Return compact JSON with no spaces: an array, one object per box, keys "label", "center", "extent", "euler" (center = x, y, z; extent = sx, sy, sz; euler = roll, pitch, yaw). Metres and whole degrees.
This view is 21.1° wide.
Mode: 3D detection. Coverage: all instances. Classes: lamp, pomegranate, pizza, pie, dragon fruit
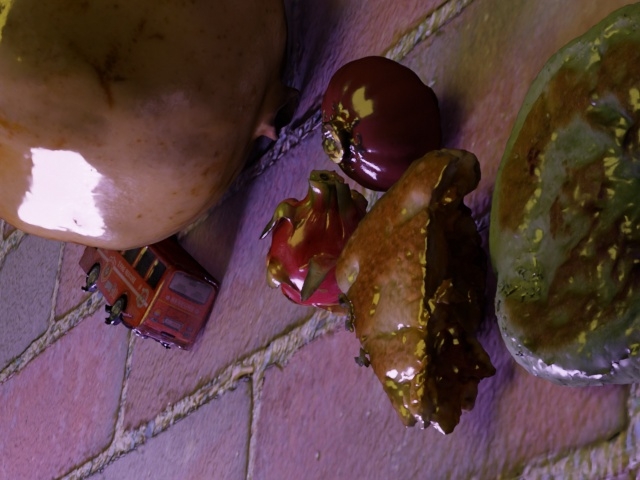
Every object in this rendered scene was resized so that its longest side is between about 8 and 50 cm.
[{"label":"lamp","center":[0.043,-0.084,1.239],"extent":[0.101,0.090,0.101],"euler":[39,141,42]},{"label":"pomegranate","center":[-0.175,-0.153,1.496],"extent":[0.332,0.333,0.332],"euler":[-44,37,46]},{"label":"pizza","center":[0.075,0.042,1.118],"extent":[0.154,0.069,0.194],"euler":[-46,42,45]},{"label":"pie","center":[0.170,-0.026,0.979],"extent":[0.240,0.054,0.240],"euler":[-40,42,50]},{"label":"dragon fruit","center":[0.002,-0.001,1.270],"extent":[0.081,0.086,0.116],"euler":[-119,41,-51]}]

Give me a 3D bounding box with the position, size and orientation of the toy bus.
[{"label":"toy bus","center":[-0.166,0.034,1.632],"extent":[0.096,0.073,0.235],"euler":[-60,26,6]}]
